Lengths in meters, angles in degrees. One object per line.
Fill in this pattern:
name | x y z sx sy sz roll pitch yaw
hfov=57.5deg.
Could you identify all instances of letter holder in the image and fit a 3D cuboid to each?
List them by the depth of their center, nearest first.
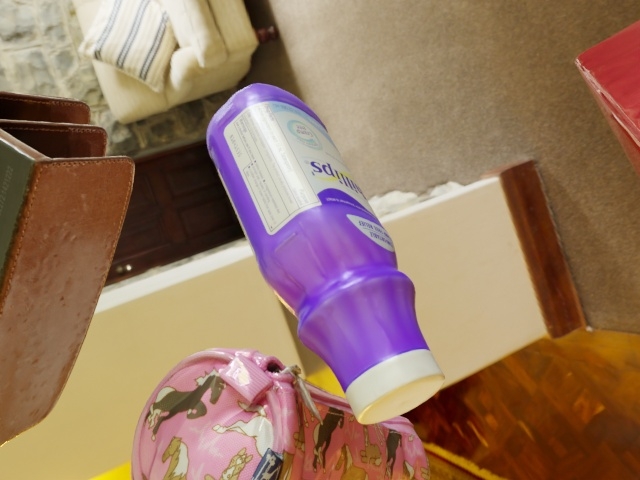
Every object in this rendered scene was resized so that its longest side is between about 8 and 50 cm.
letter holder | -0.286 0.024 0.574 0.152 0.214 0.301 29 107 15

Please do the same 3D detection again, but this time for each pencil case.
pencil case | -0.013 0.232 0.622 0.386 0.167 0.160 41 -137 -53

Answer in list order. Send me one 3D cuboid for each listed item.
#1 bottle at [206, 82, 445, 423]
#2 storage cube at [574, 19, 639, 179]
bottle | 0.000 0.000 0.460 0.118 0.092 0.282 24 -148 -51
storage cube | 0.346 -0.095 0.453 0.215 0.184 0.193 47 -153 -23
